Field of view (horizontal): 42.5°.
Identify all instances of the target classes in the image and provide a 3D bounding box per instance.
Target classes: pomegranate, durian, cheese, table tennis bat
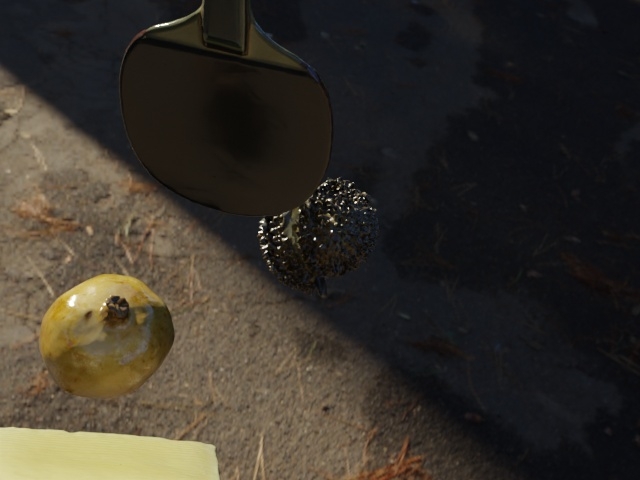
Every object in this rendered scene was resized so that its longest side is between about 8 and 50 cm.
[{"bbox_3d":[-0.295,0.129,1.143,0.196,0.196,0.196,9,40,-8],"label":"pomegranate"},{"bbox_3d":[0.000,0.000,1.286,0.167,0.196,0.196,24,27,-41],"label":"durian"},{"bbox_3d":[-0.238,0.288,0.850,0.266,0.123,0.242,7,2,-11],"label":"cheese"},{"bbox_3d":[-0.062,-0.108,0.544,0.154,0.274,0.021,13,52,3],"label":"table tennis bat"}]
